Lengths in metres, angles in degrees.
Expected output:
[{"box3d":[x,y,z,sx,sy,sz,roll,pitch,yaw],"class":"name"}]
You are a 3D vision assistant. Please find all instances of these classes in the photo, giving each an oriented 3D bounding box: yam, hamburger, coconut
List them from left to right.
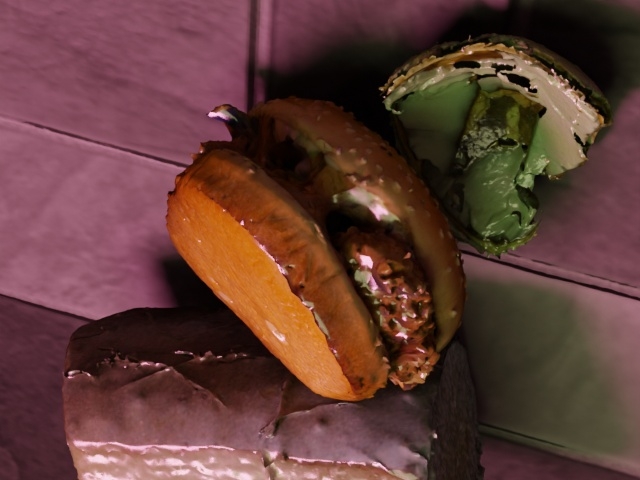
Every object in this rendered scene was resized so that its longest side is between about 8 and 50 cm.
[{"box3d":[-0.029,0.141,1.187,0.271,0.201,0.202,1,120,13],"class":"yam"},{"box3d":[0.006,0.005,1.027,0.182,0.118,0.191,53,168,-24],"class":"hamburger"},{"box3d":[0.096,-0.066,0.991,0.133,0.055,0.158,33,142,-11],"class":"coconut"}]
